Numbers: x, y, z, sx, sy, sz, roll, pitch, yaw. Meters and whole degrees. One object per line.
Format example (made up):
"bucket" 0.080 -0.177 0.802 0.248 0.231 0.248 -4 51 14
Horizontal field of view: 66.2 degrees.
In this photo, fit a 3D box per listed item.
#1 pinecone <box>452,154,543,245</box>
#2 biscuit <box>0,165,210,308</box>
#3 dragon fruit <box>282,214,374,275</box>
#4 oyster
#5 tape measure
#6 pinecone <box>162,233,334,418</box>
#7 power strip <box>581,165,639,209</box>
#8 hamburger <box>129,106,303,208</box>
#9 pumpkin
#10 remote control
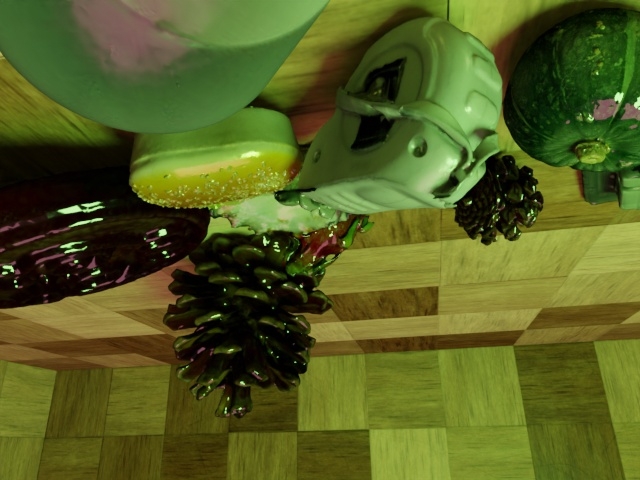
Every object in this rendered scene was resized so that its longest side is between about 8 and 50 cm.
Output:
"pinecone" 0.270 -0.062 0.740 0.120 0.140 0.140 -1 160 -27
"biscuit" -0.369 0.014 0.774 0.407 0.091 0.407 -21 167 -5
"dragon fruit" 0.000 0.000 0.924 0.142 0.175 0.138 19 165 44
"oyster" -0.049 -0.072 0.763 0.198 0.092 0.259 15 158 -37
"tape measure" 0.085 -0.123 0.504 0.120 0.197 0.236 21 169 -33
"pinecone" -0.158 0.188 1.028 0.384 0.385 0.384 -1 157 0
"power strip" 0.526 -0.100 0.713 0.251 0.092 0.257 -17 156 26
"hamburger" -0.127 -0.098 0.611 0.210 0.116 0.173 -6 -175 -3
"pumpkin" 0.293 -0.149 0.514 0.190 0.146 0.190 -3 156 -1
"remote control" -0.089 -0.209 0.324 0.221 0.104 0.332 24 126 -34
